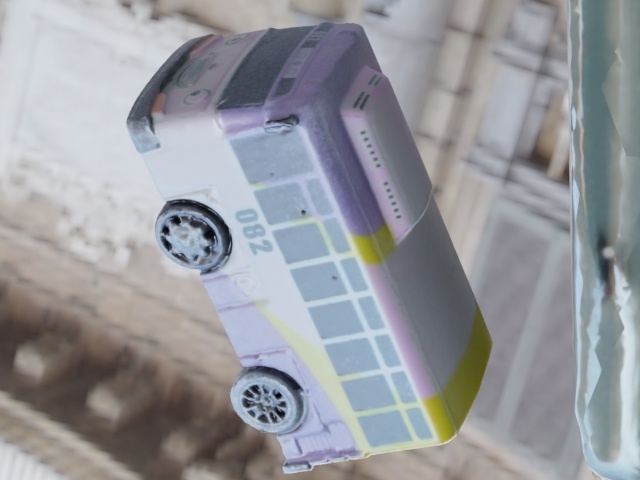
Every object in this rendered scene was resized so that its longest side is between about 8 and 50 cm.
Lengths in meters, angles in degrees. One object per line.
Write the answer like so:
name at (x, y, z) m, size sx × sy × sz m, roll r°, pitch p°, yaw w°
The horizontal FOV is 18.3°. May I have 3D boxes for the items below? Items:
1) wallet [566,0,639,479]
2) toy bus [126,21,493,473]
wallet at (0.145, -0.126, 0.560) m, size 0.083 × 0.360 × 0.252 m, roll 11°, pitch -159°, yaw 38°
toy bus at (0.000, 0.000, 0.475) m, size 0.058 × 0.102 × 0.052 m, roll -11°, pitch -153°, yaw 26°
